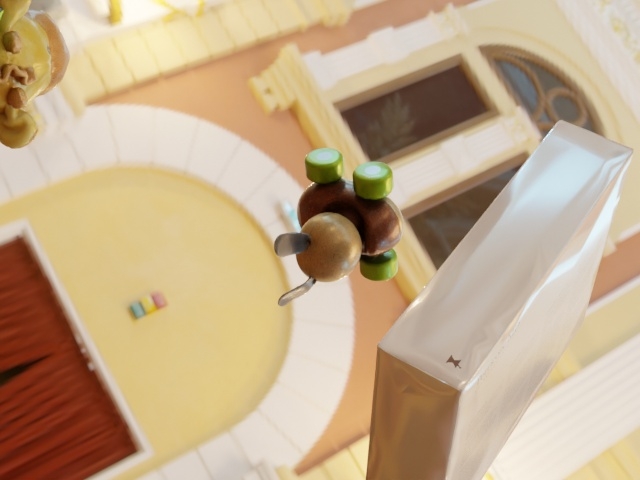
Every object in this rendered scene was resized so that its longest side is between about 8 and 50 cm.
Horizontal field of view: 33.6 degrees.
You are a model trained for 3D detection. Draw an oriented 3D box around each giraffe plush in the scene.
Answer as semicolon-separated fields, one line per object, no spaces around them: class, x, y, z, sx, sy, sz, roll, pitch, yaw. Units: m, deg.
giraffe plush;-0.295;-0.164;0.906;0.170;0.210;0.181;7;-45;28

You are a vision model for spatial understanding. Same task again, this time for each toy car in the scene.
toy car;0.000;0.000;1.327;0.149;0.188;0.155;19;-49;33

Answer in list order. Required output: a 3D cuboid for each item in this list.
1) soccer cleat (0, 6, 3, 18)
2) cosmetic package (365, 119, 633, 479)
soccer cleat;-0.291;-0.180;0.753;0.060;0.072;0.179;19;-9;20
cosmetic package;0.184;0.095;1.099;0.097;0.377;0.284;28;-39;21
